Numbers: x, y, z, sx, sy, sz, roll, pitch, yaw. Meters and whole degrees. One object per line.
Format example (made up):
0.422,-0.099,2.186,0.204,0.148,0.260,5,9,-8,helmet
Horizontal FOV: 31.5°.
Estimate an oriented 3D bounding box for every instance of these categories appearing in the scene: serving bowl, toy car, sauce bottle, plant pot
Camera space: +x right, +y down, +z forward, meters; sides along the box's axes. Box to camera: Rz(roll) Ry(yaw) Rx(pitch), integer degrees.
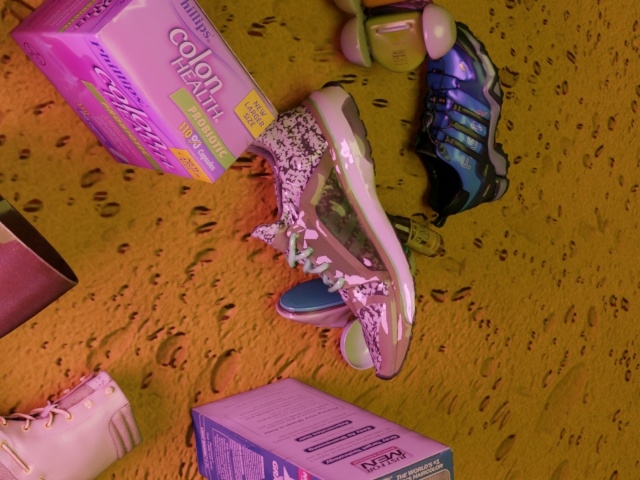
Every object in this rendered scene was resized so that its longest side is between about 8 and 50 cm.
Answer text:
0.060,0.149,1.689,0.083,0.027,0.083,-8,103,-35,serving bowl
0.108,-0.330,1.586,0.136,0.159,0.182,-52,132,-63,toy car
0.131,-0.012,1.704,0.128,0.042,0.042,23,84,-38,sauce bottle
-0.421,0.052,1.229,0.230,0.215,0.215,-46,122,-4,plant pot

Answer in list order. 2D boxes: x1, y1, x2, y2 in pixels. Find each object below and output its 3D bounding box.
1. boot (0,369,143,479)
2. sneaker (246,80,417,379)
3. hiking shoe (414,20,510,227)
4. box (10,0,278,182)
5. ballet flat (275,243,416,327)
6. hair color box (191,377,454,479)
-0.342,0.215,1.363,0.203,0.095,0.262,-42,121,-23,boot
0.000,0.000,1.523,0.182,0.158,0.410,-16,81,-12,sneaker
0.197,-0.176,1.679,0.132,0.113,0.304,-29,114,-30,hiking shoe
-0.205,-0.191,1.300,0.117,0.243,0.213,-49,123,-20,box
0.043,0.082,1.638,0.248,0.086,0.086,-24,112,-31,ballet flat
-0.005,0.287,1.466,0.174,0.347,0.105,-14,106,-33,hair color box
